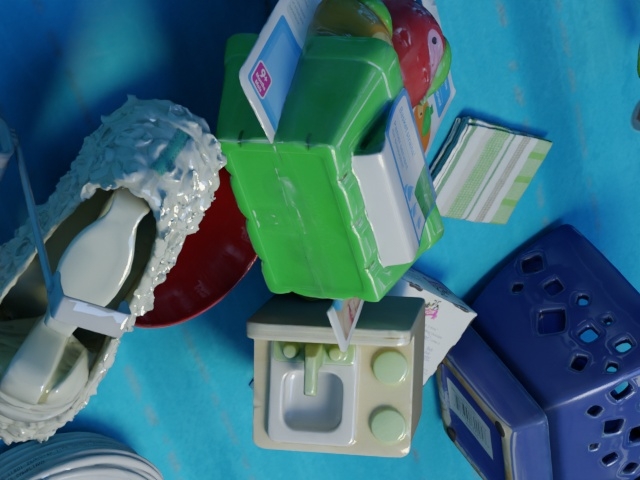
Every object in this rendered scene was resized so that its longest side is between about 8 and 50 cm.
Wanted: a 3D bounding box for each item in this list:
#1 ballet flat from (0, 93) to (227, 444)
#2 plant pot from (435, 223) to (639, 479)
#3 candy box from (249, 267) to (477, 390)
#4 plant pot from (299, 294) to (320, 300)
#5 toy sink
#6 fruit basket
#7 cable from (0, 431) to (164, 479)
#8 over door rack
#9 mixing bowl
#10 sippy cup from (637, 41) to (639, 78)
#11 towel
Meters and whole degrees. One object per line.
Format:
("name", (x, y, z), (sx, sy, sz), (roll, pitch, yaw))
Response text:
("ballet flat", (-0.217, 0.050, 1.632), (0.147, 0.147, 0.409), (-3, 139, -41))
("plant pot", (0.257, 0.165, 2.201), (0.212, 0.236, 0.236), (-26, 137, -14))
("candy box", (0.047, 0.115, 2.084), (0.196, 0.070, 0.165), (-53, 141, 8))
("plant pot", (0.000, 0.000, 1.941), (0.081, 0.081, 0.083), (-12, 118, -35))
("toy sink", (0.017, 0.129, 1.885), (0.234, 0.153, 0.131), (-44, 136, -82))
("fruit basket", (0.047, -0.133, 1.734), (0.353, 0.165, 0.327), (-58, 145, -36))
("cable", (-0.265, 0.299, 1.939), (0.257, 0.089, 0.257), (-25, 136, -24))
("over door rack", (-0.282, 0.061, 1.543), (0.108, 0.324, 0.239), (10, 116, -33))
("mixing bowl", (-0.144, -0.022, 1.770), (0.181, 0.098, 0.181), (-24, 135, -26))
("sippy cup", (0.472, -0.266, 2.051), (0.305, 0.240, 0.224), (-10, 155, 15))
("towel", (0.170, -0.072, 2.083), (0.152, 0.023, 0.113), (9, 118, -49))
